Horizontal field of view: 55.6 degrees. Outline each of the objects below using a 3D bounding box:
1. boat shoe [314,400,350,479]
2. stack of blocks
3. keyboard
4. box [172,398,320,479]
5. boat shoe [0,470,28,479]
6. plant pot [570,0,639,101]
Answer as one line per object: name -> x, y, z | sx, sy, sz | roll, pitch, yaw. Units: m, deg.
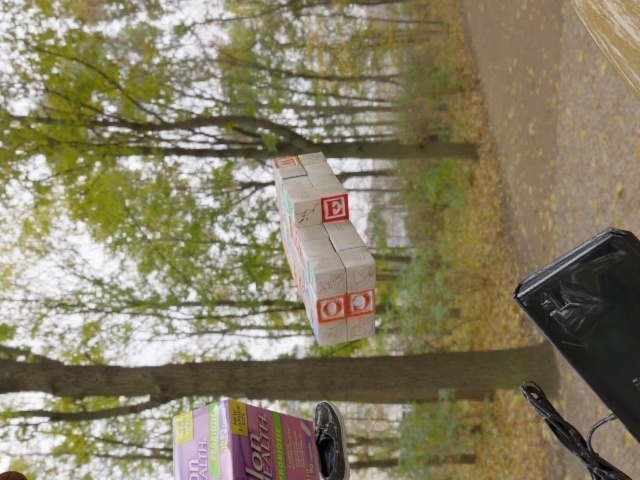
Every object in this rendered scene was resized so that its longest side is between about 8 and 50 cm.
boat shoe -> 0.013, 0.306, 0.932 | 0.040, 0.049, 0.142 | 41, -157, -40
stack of blocks -> 0.000, 0.000, 0.941 | 0.297, 0.087, 0.171 | -115, 18, -57
keyboard -> 0.305, 0.155, 0.587 | 0.317, 0.201, 0.033 | 49, -152, -1
box -> -0.108, 0.389, 0.968 | 0.243, 0.117, 0.214 | 35, -141, -49
boat shoe -> -0.701, 0.692, 1.326 | 0.123, 0.123, 0.342 | -44, 49, 49
plant pot -> 0.410, -0.233, 0.642 | 0.237, 0.254, 0.237 | -50, -6, -7
